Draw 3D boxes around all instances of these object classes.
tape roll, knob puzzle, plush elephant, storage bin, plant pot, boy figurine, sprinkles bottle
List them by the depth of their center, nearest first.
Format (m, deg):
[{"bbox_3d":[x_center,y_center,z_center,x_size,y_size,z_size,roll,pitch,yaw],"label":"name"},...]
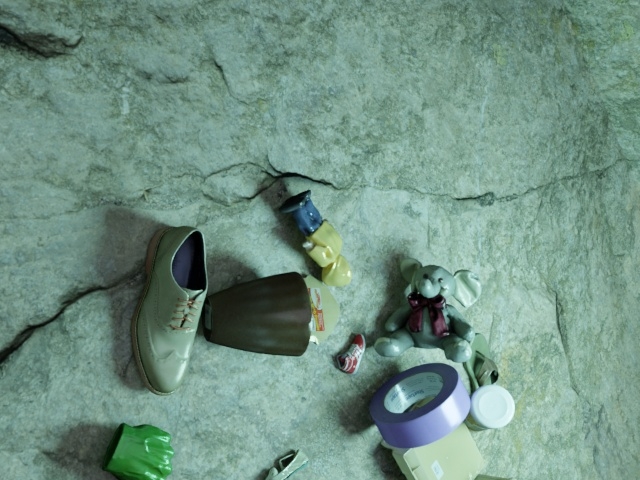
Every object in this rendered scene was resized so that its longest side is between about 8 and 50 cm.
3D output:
[{"bbox_3d":[-0.167,0.186,1.602,0.231,0.215,0.215,0,85,-23],"label":"plant pot"},{"bbox_3d":[-0.026,0.192,1.795,0.213,0.030,0.213,17,64,-37],"label":"knob puzzle"},{"bbox_3d":[0.000,0.000,1.804,0.285,0.092,0.177,61,28,-19],"label":"boy figurine"},{"bbox_3d":[0.280,0.463,1.849,0.275,0.275,0.090,-37,106,-35],"label":"tape roll"},{"bbox_3d":[0.331,0.189,1.939,0.330,0.272,0.255,-28,118,-65],"label":"plush elephant"},{"bbox_3d":[0.493,0.514,1.972,0.121,0.355,0.121,-1,71,4],"label":"sprinkles bottle"},{"bbox_3d":[0.342,0.649,1.974,0.260,0.123,0.262,-37,108,-34],"label":"storage bin"}]

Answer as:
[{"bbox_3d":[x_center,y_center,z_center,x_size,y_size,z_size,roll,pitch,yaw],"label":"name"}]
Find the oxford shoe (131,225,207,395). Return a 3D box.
[{"bbox_3d":[-0.337,0.156,1.490,0.141,0.147,0.396,6,81,-38],"label":"oxford shoe"}]

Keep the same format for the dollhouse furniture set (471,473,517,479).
[{"bbox_3d":[0.551,0.915,1.989,0.362,0.256,0.394,-40,102,-32],"label":"dollhouse furniture set"}]

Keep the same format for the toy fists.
[{"bbox_3d":[-0.419,0.540,1.418,0.142,0.096,0.279,28,69,-21],"label":"toy fists"}]

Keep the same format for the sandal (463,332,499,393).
[{"bbox_3d":[0.558,0.455,2.184,0.120,0.086,0.302,-15,94,-38],"label":"sandal"}]

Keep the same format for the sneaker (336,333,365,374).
[{"bbox_3d":[0.087,0.319,1.864,0.067,0.042,0.118,25,72,-36],"label":"sneaker"}]

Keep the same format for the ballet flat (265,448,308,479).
[{"bbox_3d":[-0.103,0.601,1.688,0.168,0.057,0.052,-26,73,-40],"label":"ballet flat"}]
